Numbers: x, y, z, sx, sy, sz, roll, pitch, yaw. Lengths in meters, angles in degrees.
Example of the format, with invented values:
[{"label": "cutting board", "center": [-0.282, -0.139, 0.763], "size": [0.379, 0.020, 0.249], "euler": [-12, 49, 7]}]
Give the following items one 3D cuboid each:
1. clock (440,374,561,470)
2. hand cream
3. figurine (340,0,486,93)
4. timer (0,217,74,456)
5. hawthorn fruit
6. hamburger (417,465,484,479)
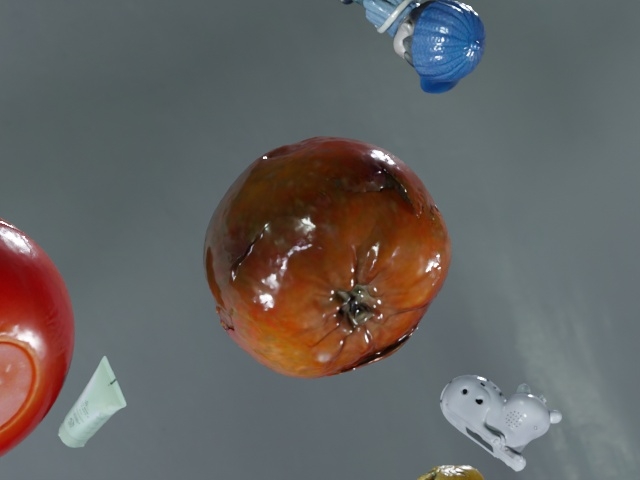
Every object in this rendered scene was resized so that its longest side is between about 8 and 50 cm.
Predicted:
[{"label": "clock", "center": [0.277, 0.263, 1.916], "size": [0.117, 0.176, 0.080], "euler": [-47, 152, -16]}, {"label": "hand cream", "center": [-0.328, 0.241, 1.772], "size": [0.050, 0.205, 0.078], "euler": [-12, 68, -35]}, {"label": "figurine", "center": [0.085, -0.197, 1.108], "size": [0.149, 0.087, 0.086], "euler": [47, 30, 25]}, {"label": "timer", "center": [-0.515, 0.139, 1.647], "size": [0.378, 0.279, 0.378], "euler": [-22, 126, -35]}, {"label": "hawthorn fruit", "center": [0.000, 0.000, 1.381], "size": [0.276, 0.276, 0.307], "euler": [45, 11, -24]}, {"label": "hamburger", "center": [0.140, 0.273, 1.288], "size": [0.083, 0.044, 0.076], "euler": [-7, 85, -43]}]
